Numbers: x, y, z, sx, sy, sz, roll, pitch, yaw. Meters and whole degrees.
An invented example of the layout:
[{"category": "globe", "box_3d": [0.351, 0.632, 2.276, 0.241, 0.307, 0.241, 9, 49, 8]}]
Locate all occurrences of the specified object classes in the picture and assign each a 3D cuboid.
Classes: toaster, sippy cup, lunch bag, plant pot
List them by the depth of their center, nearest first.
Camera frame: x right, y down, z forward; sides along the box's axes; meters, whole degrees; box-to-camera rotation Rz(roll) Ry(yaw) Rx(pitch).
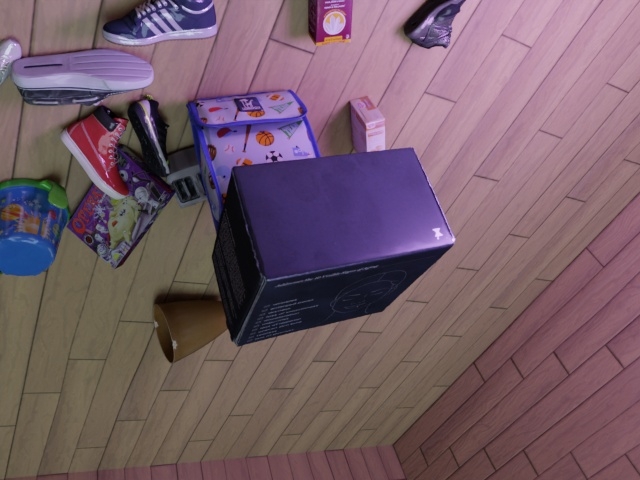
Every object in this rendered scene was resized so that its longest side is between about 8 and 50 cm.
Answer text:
[{"category": "lunch bag", "box_3d": [-0.184, -0.249, 1.530, 0.328, 0.385, 0.239, -11, 163, -18]}, {"category": "sippy cup", "box_3d": [-0.864, -0.024, 1.573, 0.240, 0.224, 0.305, -1, 133, -23]}, {"category": "toaster", "box_3d": [-0.388, -0.206, 1.679, 0.168, 0.110, 0.185, -19, 138, -6]}, {"category": "plant pot", "box_3d": [-0.496, 0.329, 2.118, 0.254, 0.237, 0.237, -15, 139, -29]}]

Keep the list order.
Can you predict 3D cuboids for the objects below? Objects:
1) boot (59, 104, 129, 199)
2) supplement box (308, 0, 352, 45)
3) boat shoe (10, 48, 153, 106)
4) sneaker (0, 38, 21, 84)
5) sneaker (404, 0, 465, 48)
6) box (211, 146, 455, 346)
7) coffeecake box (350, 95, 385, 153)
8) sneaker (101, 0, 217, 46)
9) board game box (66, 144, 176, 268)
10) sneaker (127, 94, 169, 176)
[{"category": "boot", "box_3d": [-0.584, -0.248, 1.523, 0.176, 0.088, 0.244, -31, 112, 5]}, {"category": "supplement box", "box_3d": [0.026, -0.632, 1.443, 0.104, 0.080, 0.188, -12, 137, -12]}, {"category": "boat shoe", "box_3d": [-0.603, -0.411, 1.390, 0.335, 0.121, 0.119, -4, 150, -13]}, {"category": "sneaker", "box_3d": [-0.781, -0.424, 1.322, 0.054, 0.061, 0.152, 25, 119, -38]}, {"category": "sneaker", "box_3d": [0.366, -0.652, 1.570, 0.227, 0.087, 0.130, -41, 137, 24]}, {"category": "box", "box_3d": [-0.001, 0.027, 1.403, 0.480, 0.297, 0.471, -10, 158, -22]}, {"category": "coffeecake box", "box_3d": [0.154, -0.347, 1.745, 0.068, 0.142, 0.185, -17, 138, -8]}, {"category": "sneaker", "box_3d": [-0.393, -0.568, 1.310, 0.282, 0.099, 0.153, -14, 143, -20]}, {"category": "board game box", "box_3d": [-0.617, -0.095, 1.653, 0.208, 0.056, 0.347, 44, 114, 2]}, {"category": "sneaker", "box_3d": [-0.462, -0.296, 1.538, 0.097, 0.084, 0.234, -38, 129, -37]}]
